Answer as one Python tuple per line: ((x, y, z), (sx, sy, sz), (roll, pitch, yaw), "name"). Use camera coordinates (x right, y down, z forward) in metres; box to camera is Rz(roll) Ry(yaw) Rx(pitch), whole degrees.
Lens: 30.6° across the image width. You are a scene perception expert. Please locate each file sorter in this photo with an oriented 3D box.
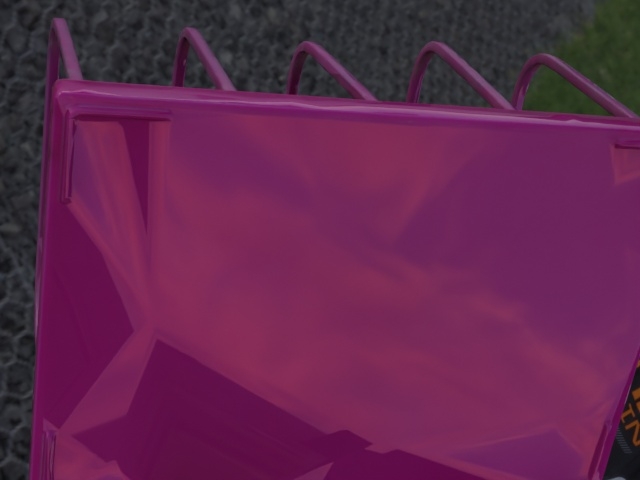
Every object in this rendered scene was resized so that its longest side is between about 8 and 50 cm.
((0.000, 0.000, 0.605), (0.291, 0.202, 0.182), (2, 25, -17), "file sorter")

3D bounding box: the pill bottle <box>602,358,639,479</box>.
((0.245, 0.115, 0.737), (0.130, 0.245, 0.130), (19, 41, -17), "pill bottle")
